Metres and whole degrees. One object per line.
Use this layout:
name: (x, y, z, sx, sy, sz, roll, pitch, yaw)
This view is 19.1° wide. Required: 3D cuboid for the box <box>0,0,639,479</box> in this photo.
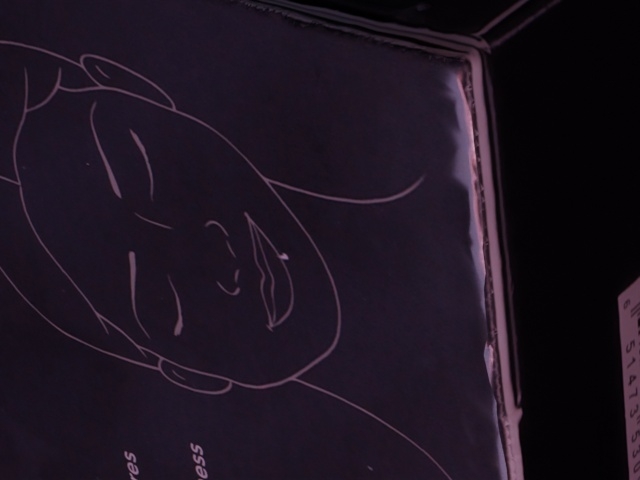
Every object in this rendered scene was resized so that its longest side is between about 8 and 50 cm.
box: (0.000, 0.000, 1.063, 0.472, 0.297, 0.480, 18, 130, 36)
